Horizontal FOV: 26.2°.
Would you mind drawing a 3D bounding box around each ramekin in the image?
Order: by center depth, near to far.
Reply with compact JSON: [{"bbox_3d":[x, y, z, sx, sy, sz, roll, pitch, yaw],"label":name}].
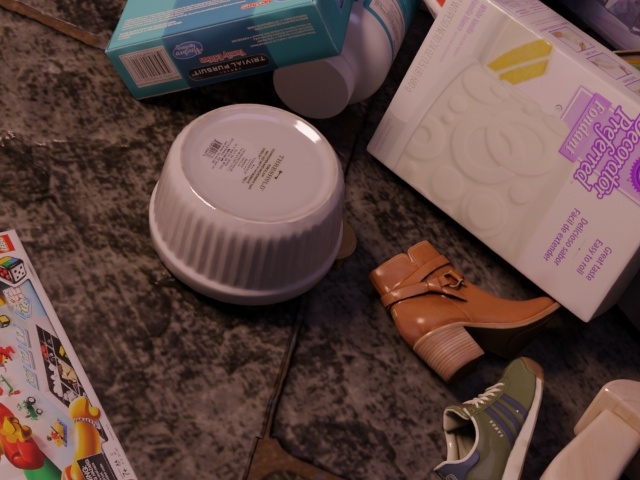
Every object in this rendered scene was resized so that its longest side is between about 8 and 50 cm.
[{"bbox_3d":[-0.071,-0.046,1.421,0.207,0.109,0.207,6,51,-8],"label":"ramekin"}]

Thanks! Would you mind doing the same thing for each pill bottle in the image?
[{"bbox_3d":[0.029,-0.260,1.637,0.146,0.146,0.264,28,47,-3],"label":"pill bottle"}]

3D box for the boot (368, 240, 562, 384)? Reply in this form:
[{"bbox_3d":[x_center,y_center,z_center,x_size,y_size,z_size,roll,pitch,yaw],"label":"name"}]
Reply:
[{"bbox_3d":[0.160,0.060,1.501,0.197,0.073,0.152,-19,60,-38],"label":"boot"}]

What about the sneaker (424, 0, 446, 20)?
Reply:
[{"bbox_3d":[0.185,-0.211,1.666,0.270,0.145,0.090,43,45,1],"label":"sneaker"}]

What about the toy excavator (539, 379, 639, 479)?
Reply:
[{"bbox_3d":[0.259,0.331,1.259,0.433,0.222,0.445,-4,48,-30],"label":"toy excavator"}]

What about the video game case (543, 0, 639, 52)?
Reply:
[{"bbox_3d":[0.453,-0.311,1.922,0.274,0.026,0.196,38,54,-5],"label":"video game case"}]

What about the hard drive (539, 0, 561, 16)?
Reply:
[{"bbox_3d":[0.336,-0.439,2.000,0.203,0.040,0.307,-11,61,-32],"label":"hard drive"}]

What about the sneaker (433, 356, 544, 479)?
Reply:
[{"bbox_3d":[0.169,0.183,1.408,0.086,0.064,0.192,29,50,-9],"label":"sneaker"}]

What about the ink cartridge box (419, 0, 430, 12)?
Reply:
[{"bbox_3d":[0.213,-0.424,1.813,0.168,0.171,0.232,24,56,0],"label":"ink cartridge box"}]

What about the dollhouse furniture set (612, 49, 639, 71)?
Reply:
[{"bbox_3d":[0.380,-0.211,1.808,0.152,0.058,0.076,-5,98,-21],"label":"dollhouse furniture set"}]

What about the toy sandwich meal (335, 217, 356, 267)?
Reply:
[{"bbox_3d":[0.000,0.000,1.499,0.086,0.029,0.085,14,41,-12],"label":"toy sandwich meal"}]

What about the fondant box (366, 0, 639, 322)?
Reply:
[{"bbox_3d":[0.242,-0.107,1.519,0.330,0.238,0.096,39,32,18],"label":"fondant box"}]

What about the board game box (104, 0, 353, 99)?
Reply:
[{"bbox_3d":[-0.079,-0.321,1.579,0.254,0.079,0.336,-9,44,23],"label":"board game box"}]

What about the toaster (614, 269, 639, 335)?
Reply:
[{"bbox_3d":[0.407,0.021,1.623,0.186,0.110,0.168,-18,63,-35],"label":"toaster"}]

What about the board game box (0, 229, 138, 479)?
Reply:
[{"bbox_3d":[-0.306,0.141,1.220,0.193,0.053,0.305,-15,62,-34],"label":"board game box"}]
